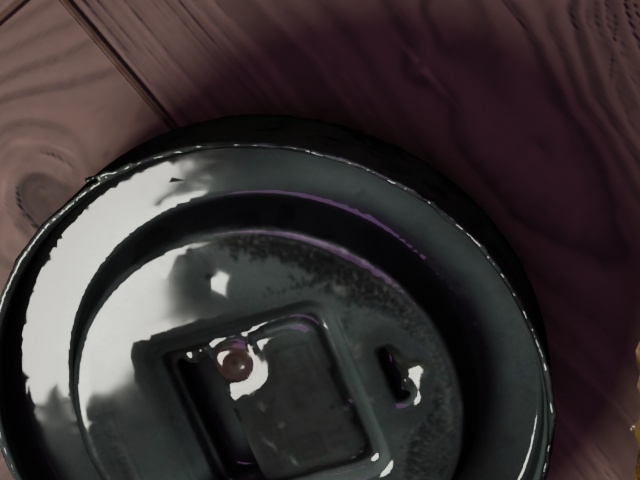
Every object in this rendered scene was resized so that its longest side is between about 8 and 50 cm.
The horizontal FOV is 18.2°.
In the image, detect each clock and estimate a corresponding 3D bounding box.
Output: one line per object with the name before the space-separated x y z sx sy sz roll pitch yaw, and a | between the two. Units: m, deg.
clock | -0.026 0.079 1.089 0.313 0.061 0.312 4 114 8

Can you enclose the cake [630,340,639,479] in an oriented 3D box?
cake | 0.288 0.137 0.956 0.332 0.332 0.321 35 109 -3
